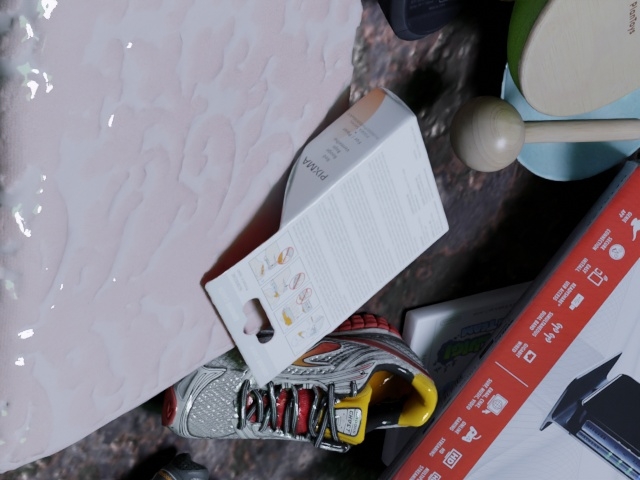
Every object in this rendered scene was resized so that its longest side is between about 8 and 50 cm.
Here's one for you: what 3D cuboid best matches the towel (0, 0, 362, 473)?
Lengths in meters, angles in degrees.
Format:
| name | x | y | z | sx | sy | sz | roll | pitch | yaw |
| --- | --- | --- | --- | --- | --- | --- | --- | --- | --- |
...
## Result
| name | x | y | z | sx | sy | sz | roll | pitch | yaw |
| --- | --- | --- | --- | --- | --- | --- | --- | --- | --- |
| towel | -0.089 | -0.057 | 1.051 | 0.317 | 0.053 | 0.332 | -29 | 135 | -48 |

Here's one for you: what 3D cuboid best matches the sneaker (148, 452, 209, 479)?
| name | x | y | z | sx | sy | sz | roll | pitch | yaw |
| --- | --- | --- | --- | --- | --- | --- | --- | --- | --- |
| sneaker | -0.079 | 0.223 | 1.290 | 0.077 | 0.072 | 0.178 | -49 | 142 | -17 |

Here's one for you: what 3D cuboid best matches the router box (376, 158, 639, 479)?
| name | x | y | z | sx | sy | sz | roll | pitch | yaw |
| --- | --- | --- | --- | --- | --- | --- | --- | --- | --- |
| router box | 0.257 | 0.158 | 1.333 | 0.335 | 0.301 | 0.082 | -53 | 180 | 6 |

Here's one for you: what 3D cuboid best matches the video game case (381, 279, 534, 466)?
| name | x | y | z | sx | sy | sz | roll | pitch | yaw |
| --- | --- | --- | --- | --- | --- | --- | --- | --- | --- |
| video game case | 0.125 | 0.106 | 1.406 | 0.157 | 0.019 | 0.143 | -12 | 124 | -32 |

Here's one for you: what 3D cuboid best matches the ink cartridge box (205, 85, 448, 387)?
| name | x | y | z | sx | sy | sz | roll | pitch | yaw |
| --- | --- | --- | --- | --- | --- | --- | --- | --- | --- |
| ink cartridge box | 0.000 | 0.000 | 1.171 | 0.179 | 0.045 | 0.145 | -38 | 147 | -10 |

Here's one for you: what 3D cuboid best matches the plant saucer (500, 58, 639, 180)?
| name | x | y | z | sx | sy | sz | roll | pitch | yaw |
| --- | --- | --- | --- | --- | --- | --- | --- | --- | --- |
| plant saucer | 0.201 | -0.139 | 1.297 | 0.195 | 0.037 | 0.195 | -20 | 128 | -28 |

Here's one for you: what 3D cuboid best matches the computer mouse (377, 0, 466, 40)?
| name | x | y | z | sx | sy | sz | roll | pitch | yaw |
| --- | --- | --- | --- | --- | --- | --- | --- | --- | --- |
| computer mouse | 0.097 | -0.268 | 1.130 | 0.184 | 0.060 | 0.262 | -29 | 138 | -46 |

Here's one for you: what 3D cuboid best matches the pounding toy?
| name | x | y | z | sx | sy | sz | roll | pitch | yaw |
| --- | --- | --- | --- | --- | --- | --- | --- | --- | --- |
| pounding toy | 0.172 | -0.168 | 1.182 | 0.183 | 0.110 | 0.237 | -15 | 146 | -33 |

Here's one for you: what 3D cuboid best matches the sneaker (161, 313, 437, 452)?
| name | x | y | z | sx | sy | sz | roll | pitch | yaw |
| --- | --- | --- | --- | --- | --- | --- | --- | --- | --- |
| sneaker | -0.011 | 0.105 | 1.248 | 0.225 | 0.093 | 0.088 | -7 | 121 | -34 |
